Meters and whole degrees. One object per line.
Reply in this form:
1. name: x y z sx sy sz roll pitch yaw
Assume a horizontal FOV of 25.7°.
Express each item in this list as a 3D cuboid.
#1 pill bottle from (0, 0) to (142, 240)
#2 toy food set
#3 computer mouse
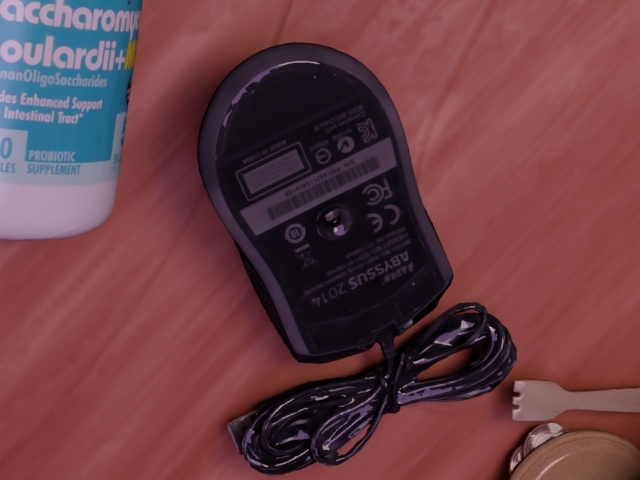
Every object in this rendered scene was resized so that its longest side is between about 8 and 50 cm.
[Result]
1. pill bottle: -0.166 -0.142 0.741 0.146 0.146 0.264 7 103 -11
2. toy food set: 0.167 0.184 0.941 0.132 0.038 0.192 2 97 -17
3. computer mouse: 0.000 0.000 0.850 0.188 0.072 0.272 -22 118 -6
